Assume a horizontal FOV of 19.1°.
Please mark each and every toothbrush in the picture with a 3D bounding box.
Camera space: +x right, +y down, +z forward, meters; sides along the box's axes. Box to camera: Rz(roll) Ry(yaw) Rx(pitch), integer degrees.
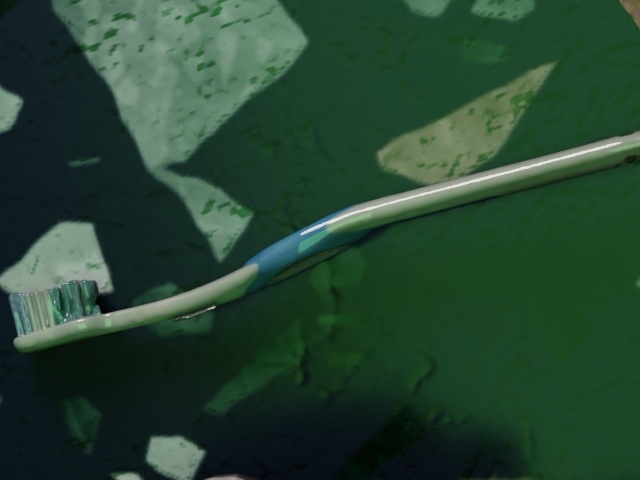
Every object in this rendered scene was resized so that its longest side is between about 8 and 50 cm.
[{"bbox_3d":[0.001,0.004,1.024,0.386,0.040,0.040,-15,90,20],"label":"toothbrush"}]

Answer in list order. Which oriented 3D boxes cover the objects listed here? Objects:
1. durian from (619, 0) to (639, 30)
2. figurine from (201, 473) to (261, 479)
[{"bbox_3d":[0.262,-0.100,0.895,0.196,0.185,0.305,-20,53,1],"label":"durian"},{"bbox_3d":[-0.074,0.234,0.909,0.324,0.340,0.231,-36,85,15],"label":"figurine"}]
